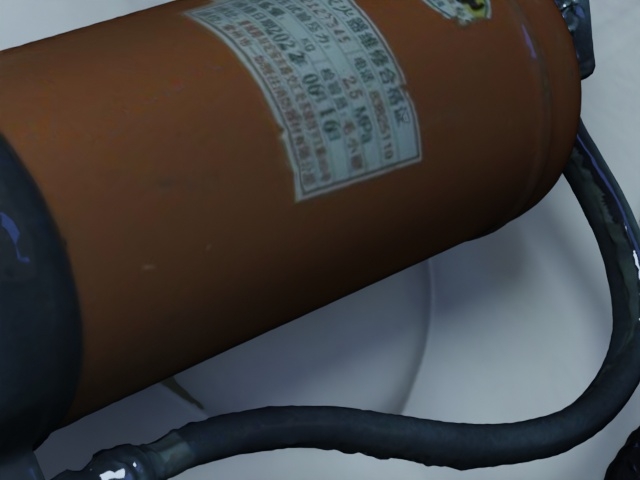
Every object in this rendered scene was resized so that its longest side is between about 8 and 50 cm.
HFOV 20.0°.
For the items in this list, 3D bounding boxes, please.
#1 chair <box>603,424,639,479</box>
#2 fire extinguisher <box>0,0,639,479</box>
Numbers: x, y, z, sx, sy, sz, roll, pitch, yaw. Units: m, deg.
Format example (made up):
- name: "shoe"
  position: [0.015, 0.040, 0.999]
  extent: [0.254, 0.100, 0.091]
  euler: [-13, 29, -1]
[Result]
- name: "chair"
  position: [0.221, 0.156, 0.703]
  extent: [0.229, 0.113, 0.106]
  euler: [52, 47, -11]
- name: "fire extinguisher"
  position: [-0.008, -0.002, 0.607]
  extent: [0.376, 0.113, 0.200]
  euler: [-26, 110, -41]
